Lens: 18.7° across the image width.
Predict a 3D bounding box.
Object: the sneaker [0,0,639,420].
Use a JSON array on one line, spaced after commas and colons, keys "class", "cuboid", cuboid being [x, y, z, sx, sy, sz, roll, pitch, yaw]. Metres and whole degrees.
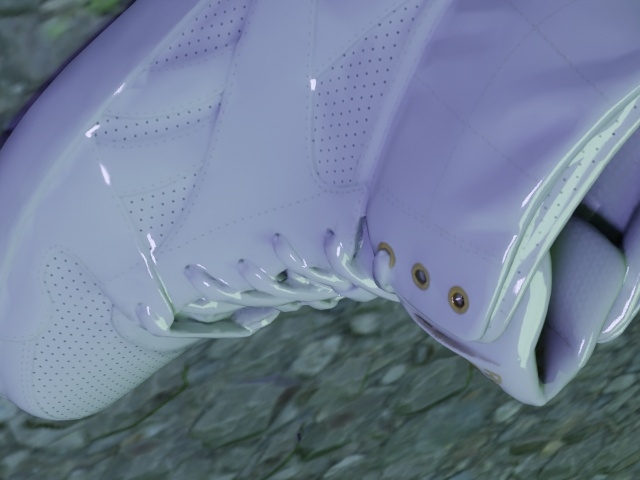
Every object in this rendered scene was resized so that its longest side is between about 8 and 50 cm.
[{"class": "sneaker", "cuboid": [0.000, 0.000, 0.599, 0.108, 0.169, 0.292, 2, 137, -49]}]
